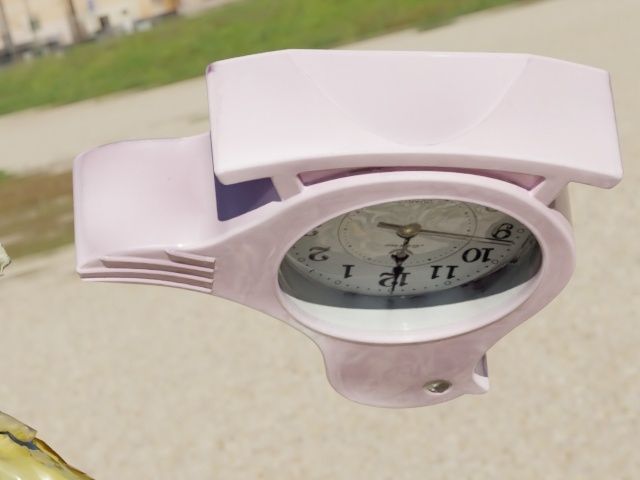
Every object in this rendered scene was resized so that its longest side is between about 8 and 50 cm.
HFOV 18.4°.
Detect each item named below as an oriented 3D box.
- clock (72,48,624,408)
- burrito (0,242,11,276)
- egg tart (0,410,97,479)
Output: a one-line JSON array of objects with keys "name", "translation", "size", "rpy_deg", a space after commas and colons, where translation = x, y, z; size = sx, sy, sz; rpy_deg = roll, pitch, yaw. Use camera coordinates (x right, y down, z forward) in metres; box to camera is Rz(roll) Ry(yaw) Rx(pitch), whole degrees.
[{"name": "clock", "translation": [0.000, 0.000, 1.151], "size": [0.290, 0.080, 0.275], "rpy_deg": [3, -34, -10]}, {"name": "burrito", "translation": [-0.208, -0.022, 0.933], "size": [0.041, 0.149, 0.055], "rpy_deg": [-42, -14, -32]}, {"name": "egg tart", "translation": [-0.087, 0.182, 0.703], "size": [0.150, 0.352, 0.352], "rpy_deg": [-52, 24, -23]}]
